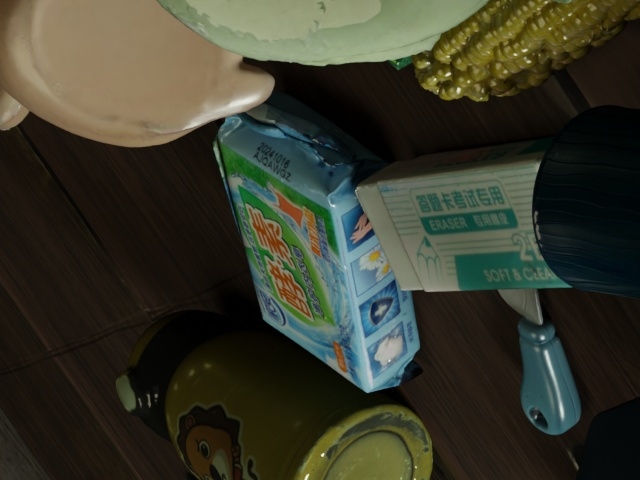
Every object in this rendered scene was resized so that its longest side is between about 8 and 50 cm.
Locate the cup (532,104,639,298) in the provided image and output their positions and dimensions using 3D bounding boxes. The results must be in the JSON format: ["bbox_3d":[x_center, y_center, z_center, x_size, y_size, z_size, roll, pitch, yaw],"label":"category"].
[{"bbox_3d":[0.224,-0.017,0.966,0.138,0.150,0.113,12,99,54],"label":"cup"}]

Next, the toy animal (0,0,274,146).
[{"bbox_3d":[-0.163,-0.176,1.301,0.256,0.213,0.195,-147,53,-73],"label":"toy animal"}]

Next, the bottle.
[{"bbox_3d":[-0.063,0.178,1.648,0.351,0.171,0.171,25,144,48],"label":"bottle"}]

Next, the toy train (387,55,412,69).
[{"bbox_3d":[0.007,-0.214,1.101,0.200,0.083,0.132,47,164,25],"label":"toy train"}]

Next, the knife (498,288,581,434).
[{"bbox_3d":[0.150,0.043,1.257,0.058,0.032,0.244,27,141,55],"label":"knife"}]

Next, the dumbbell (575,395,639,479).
[{"bbox_3d":[0.282,0.256,1.158,0.144,0.160,0.324,-7,124,28],"label":"dumbbell"}]

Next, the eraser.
[{"bbox_3d":[0.117,-0.015,1.182,0.225,0.052,0.095,-4,113,60],"label":"eraser"}]

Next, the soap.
[{"bbox_3d":[0.000,0.000,1.406,0.156,0.077,0.293,33,149,39],"label":"soap"}]

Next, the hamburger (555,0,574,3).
[{"bbox_3d":[0.144,-0.244,0.695,0.309,0.132,0.211,-34,86,43],"label":"hamburger"}]

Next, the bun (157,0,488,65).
[{"bbox_3d":[0.003,-0.251,0.933,0.293,0.187,0.293,11,118,21],"label":"bun"}]

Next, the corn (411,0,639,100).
[{"bbox_3d":[0.139,-0.142,0.954,0.086,0.086,0.288,56,154,-6],"label":"corn"}]
